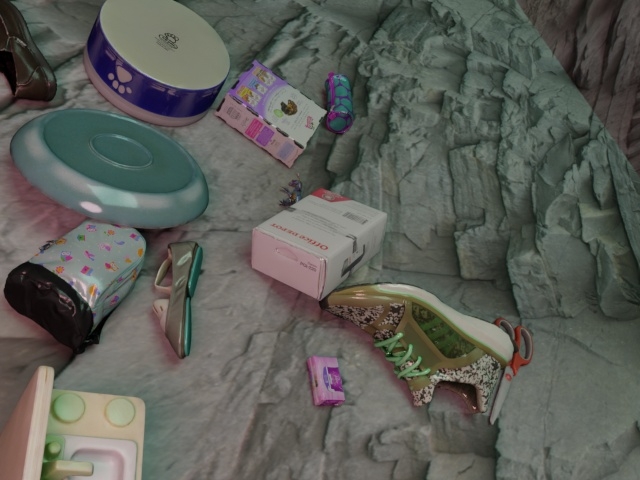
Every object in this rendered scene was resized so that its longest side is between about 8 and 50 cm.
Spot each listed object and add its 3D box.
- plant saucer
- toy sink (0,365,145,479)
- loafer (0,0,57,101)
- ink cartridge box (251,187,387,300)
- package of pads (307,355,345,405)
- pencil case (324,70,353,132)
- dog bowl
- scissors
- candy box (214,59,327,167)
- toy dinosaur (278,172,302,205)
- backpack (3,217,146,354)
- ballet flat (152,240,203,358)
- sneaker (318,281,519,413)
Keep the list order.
[{"bbox_3d":[-0.326,-0.131,1.045,0.318,0.043,0.317,22,29,-13],"label":"plant saucer"},{"bbox_3d":[-0.275,0.256,0.707,0.131,0.234,0.152,14,49,-28],"label":"toy sink"},{"bbox_3d":[-0.532,-0.328,1.091,0.078,0.080,0.220,-27,76,-47],"label":"loafer"},{"bbox_3d":[0.000,0.000,1.184,0.159,0.092,0.218,23,34,26],"label":"ink cartridge box"},{"bbox_3d":[0.010,0.236,1.090,0.050,0.032,0.083,9,52,-31],"label":"package of pads"},{"bbox_3d":[0.043,-0.332,1.547,0.070,0.065,0.151,41,34,-42],"label":"pencil case"},{"bbox_3d":[-0.315,-0.357,1.263,0.265,0.104,0.264,21,47,-24],"label":"dog bowl"},{"bbox_3d":[0.407,0.283,1.365,0.109,0.021,0.297,34,41,-13],"label":"scissors"},{"bbox_3d":[-0.102,-0.274,1.385,0.196,0.070,0.165,35,43,-9],"label":"candy box"},{"bbox_3d":[-0.054,-0.091,1.315,0.082,0.047,0.090,-48,125,-57],"label":"toy dinosaur"},{"bbox_3d":[-0.330,0.050,0.919,0.152,0.115,0.182,40,39,0],"label":"backpack"},{"bbox_3d":[-0.229,0.091,1.012,0.068,0.072,0.213,2,51,-3],"label":"ballet flat"},{"bbox_3d":[0.180,0.203,1.182,0.410,0.158,0.182,23,63,-15],"label":"sneaker"}]
